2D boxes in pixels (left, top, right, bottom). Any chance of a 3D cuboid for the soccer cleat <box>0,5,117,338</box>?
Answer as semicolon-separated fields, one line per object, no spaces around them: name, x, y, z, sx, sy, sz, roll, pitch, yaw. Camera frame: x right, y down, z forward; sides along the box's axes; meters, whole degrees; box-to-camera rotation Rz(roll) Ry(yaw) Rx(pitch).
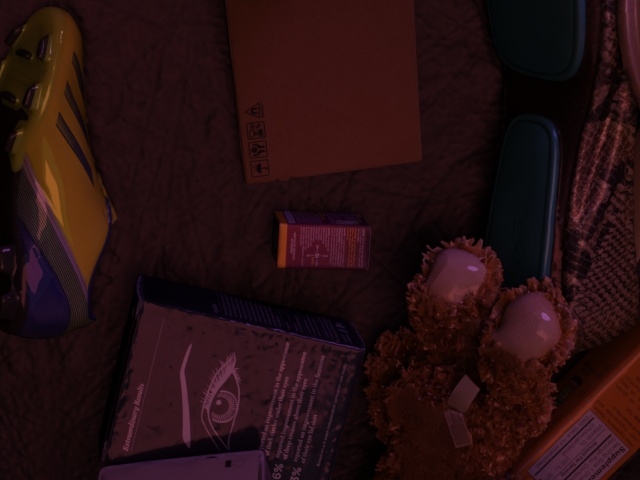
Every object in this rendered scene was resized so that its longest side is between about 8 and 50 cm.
soccer cleat;-0.232;-0.057;1.459;0.121;0.093;0.289;2;97;-38

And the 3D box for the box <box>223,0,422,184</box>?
box;0.004;-0.151;1.461;0.164;0.021;0.201;-8;118;-5

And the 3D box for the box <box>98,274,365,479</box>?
box;-0.081;0.132;1.488;0.207;0.108;0.153;14;99;-9

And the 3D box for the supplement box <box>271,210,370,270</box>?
supplement box;0.000;0.000;1.500;0.083;0.055;0.043;2;102;-7

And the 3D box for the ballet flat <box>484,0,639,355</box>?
ballet flat;0.235;-0.133;1.470;0.182;0.164;0.483;-10;108;-27

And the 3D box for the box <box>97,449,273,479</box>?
box;-0.100;0.307;1.450;0.148;0.127;0.232;-7;132;7

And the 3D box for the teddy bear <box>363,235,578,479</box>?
teddy bear;0.130;0.162;1.477;0.245;0.113;0.338;11;107;36

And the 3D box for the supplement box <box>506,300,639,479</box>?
supplement box;0.269;0.150;1.551;0.233;0.078;0.080;-43;106;3

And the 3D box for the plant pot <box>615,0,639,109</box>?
plant pot;0.463;-0.196;1.329;0.333;0.305;0.334;-10;107;-34
